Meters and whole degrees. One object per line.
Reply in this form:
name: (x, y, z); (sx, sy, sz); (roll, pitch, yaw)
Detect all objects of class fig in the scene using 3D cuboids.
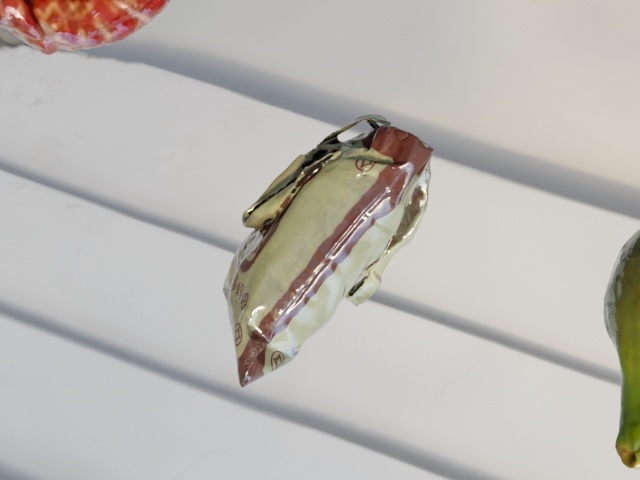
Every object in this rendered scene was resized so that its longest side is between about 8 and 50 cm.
fig: (0.367, 0.106, 0.764); (0.275, 0.206, 0.206); (-60, 167, -22)

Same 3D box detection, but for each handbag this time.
handbag: (0.000, 0.000, 0.672); (0.235, 0.127, 0.213); (-46, -169, 5)

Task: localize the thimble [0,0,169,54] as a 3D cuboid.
thimble: (-0.322, -0.408, 0.939); (0.350, 0.231, 0.350); (-22, 129, -31)
